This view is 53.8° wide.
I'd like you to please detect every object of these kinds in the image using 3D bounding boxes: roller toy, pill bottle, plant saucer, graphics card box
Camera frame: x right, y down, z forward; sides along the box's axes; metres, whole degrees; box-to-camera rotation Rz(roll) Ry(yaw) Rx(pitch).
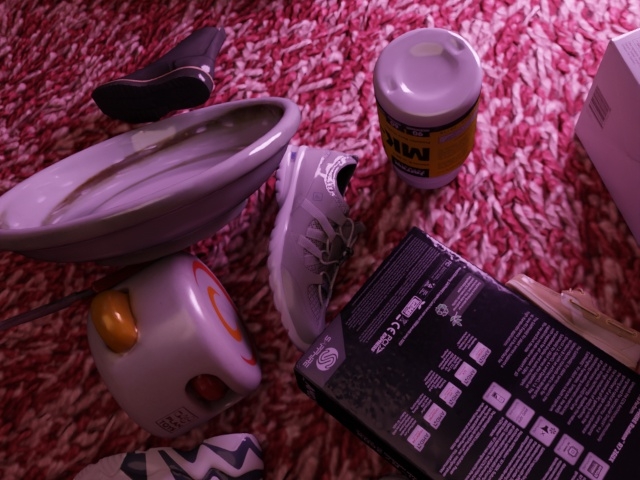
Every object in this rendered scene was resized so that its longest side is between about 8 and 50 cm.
[{"bbox_3d":[-0.173,0.124,0.739,0.146,0.209,0.191,-31,94,1],"label":"roller toy"},{"bbox_3d":[0.130,-0.147,0.765,0.119,0.208,0.119,-3,71,9],"label":"pill bottle"},{"bbox_3d":[-0.203,-0.063,0.780,0.400,0.400,0.101,-17,114,5],"label":"plant saucer"},{"bbox_3d":[0.181,0.177,0.691,0.371,0.094,0.233,35,70,18],"label":"graphics card box"}]

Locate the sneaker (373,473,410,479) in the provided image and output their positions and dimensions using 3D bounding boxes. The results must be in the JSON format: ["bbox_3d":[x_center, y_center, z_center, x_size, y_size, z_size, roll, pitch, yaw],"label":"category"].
[{"bbox_3d":[0.146,0.348,0.646,0.099,0.121,0.262,-45,70,-7],"label":"sneaker"}]

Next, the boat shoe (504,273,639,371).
[{"bbox_3d":[0.298,0.087,0.739,0.170,0.063,0.059,36,79,10],"label":"boat shoe"}]

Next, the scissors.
[{"bbox_3d":[-0.280,0.071,0.735,0.109,0.297,0.021,-35,91,31],"label":"scissors"}]

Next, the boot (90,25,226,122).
[{"bbox_3d":[-0.238,-0.255,0.957,0.197,0.077,0.137,-2,53,18],"label":"boot"}]

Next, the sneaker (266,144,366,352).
[{"bbox_3d":[0.000,0.000,0.796,0.115,0.105,0.281,-3,71,10],"label":"sneaker"}]

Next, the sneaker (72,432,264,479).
[{"bbox_3d":[-0.175,0.323,0.727,0.234,0.094,0.153,-9,62,-3],"label":"sneaker"}]

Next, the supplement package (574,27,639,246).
[{"bbox_3d":[0.469,-0.141,0.705,0.262,0.199,0.198,-21,69,3],"label":"supplement package"}]
